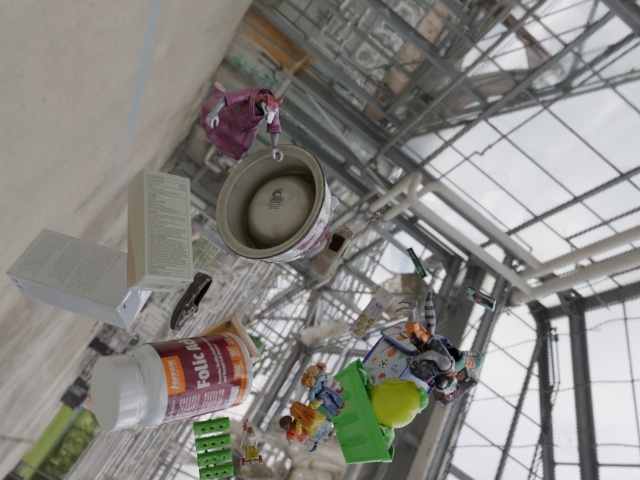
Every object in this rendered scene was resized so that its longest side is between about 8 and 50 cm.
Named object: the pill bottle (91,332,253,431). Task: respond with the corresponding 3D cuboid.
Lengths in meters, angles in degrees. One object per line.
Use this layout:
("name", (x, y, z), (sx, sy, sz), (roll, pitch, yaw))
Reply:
("pill bottle", (-0.405, 0.387, 1.488), (0.392, 0.224, 0.224), (0, 144, -43))

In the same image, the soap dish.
("soap dish", (-0.428, 0.471, 2.243), (0.290, 0.229, 0.118), (-31, 173, -8))

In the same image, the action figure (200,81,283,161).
("action figure", (-0.216, -0.397, 1.697), (0.370, 0.248, 0.276), (-15, -133, 49))

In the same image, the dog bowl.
("dog bowl", (-0.140, -0.108, 1.796), (0.408, 0.408, 0.150), (-54, 147, -2))

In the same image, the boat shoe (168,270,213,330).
("boat shoe", (-0.454, 0.217, 1.877), (0.081, 0.068, 0.228), (67, 45, -68))

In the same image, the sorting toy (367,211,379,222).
("sorting toy", (0.221, -0.099, 2.246), (0.062, 0.012, 0.083), (-35, -175, 17))

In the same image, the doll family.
("doll family", (-0.010, 0.457, 1.515), (0.118, 0.163, 0.263), (-21, -149, 48))

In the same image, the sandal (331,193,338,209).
("sandal", (0.007, -0.161, 2.394), (0.265, 0.101, 0.076), (121, -26, -66))

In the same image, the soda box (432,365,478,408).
("soda box", (0.493, 0.539, 1.973), (0.169, 0.053, 0.060), (-44, -161, 21))

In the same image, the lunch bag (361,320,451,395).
("lunch bag", (0.389, 0.560, 2.491), (0.385, 0.239, 0.327), (-50, -156, -9))

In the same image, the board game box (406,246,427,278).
("board game box", (0.375, 0.089, 2.101), (0.026, 0.126, 0.186), (-28, 172, 7))

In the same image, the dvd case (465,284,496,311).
("dvd case", (0.620, 0.225, 2.084), (0.013, 0.119, 0.087), (-48, 151, -22))

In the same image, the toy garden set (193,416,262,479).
("toy garden set", (-0.288, 0.637, 1.689), (0.049, 0.203, 0.245), (-118, -153, -59))

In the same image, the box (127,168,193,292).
("box", (-0.442, -0.024, 1.475), (0.121, 0.147, 0.311), (-29, -120, 46))

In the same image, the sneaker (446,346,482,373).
("sneaker", (0.599, 0.505, 2.289), (0.302, 0.121, 0.108), (-9, -168, -44))

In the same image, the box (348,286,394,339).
("box", (0.188, 0.281, 2.040), (0.063, 0.067, 0.324), (-48, 171, -33))

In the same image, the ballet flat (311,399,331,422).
("ballet flat", (0.119, 0.803, 2.551), (0.482, 0.182, 0.164), (-17, -131, 64))

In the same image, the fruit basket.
("fruit basket", (0.216, 0.602, 1.966), (0.392, 0.392, 0.283), (-53, 167, -2))

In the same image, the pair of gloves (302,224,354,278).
("pair of gloves", (0.000, 0.000, 1.931), (0.204, 0.042, 0.240), (-52, -131, 3))

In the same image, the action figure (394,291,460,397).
("action figure", (0.358, 0.354, 1.753), (0.178, 0.330, 0.341), (-26, 177, -1))

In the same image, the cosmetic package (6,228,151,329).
("cosmetic package", (-0.872, 0.138, 1.987), (0.162, 0.452, 0.230), (93, 16, -51))
